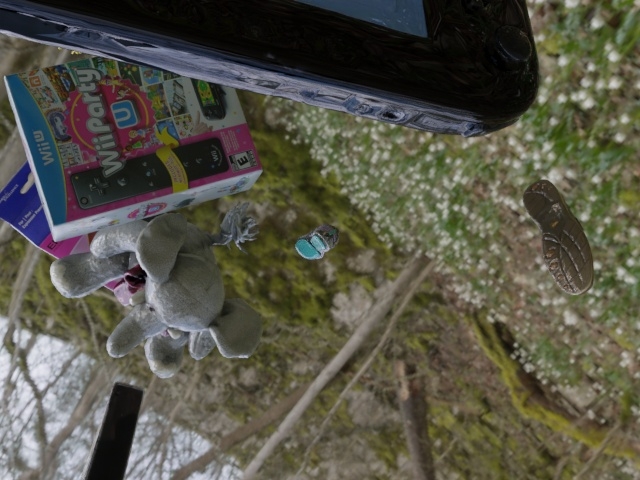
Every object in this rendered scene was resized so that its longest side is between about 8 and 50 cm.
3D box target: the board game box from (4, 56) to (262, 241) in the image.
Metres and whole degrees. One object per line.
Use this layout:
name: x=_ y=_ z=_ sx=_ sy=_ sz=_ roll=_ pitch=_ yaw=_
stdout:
board game box: x=-0.264 y=-0.150 z=1.169 sx=0.303 sy=0.097 sz=0.224 roll=-18 pitch=-96 yaw=-19

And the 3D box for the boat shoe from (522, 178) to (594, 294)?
boat shoe: x=0.339 y=-0.003 z=1.128 sx=0.060 sy=0.064 sz=0.178 roll=24 pitch=-138 yaw=-45

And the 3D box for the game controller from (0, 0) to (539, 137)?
game controller: x=-0.036 y=-0.145 z=0.376 sx=0.319 sy=0.067 sz=0.167 roll=9 pitch=-109 yaw=-26

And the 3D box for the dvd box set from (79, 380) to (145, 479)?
dvd box set: x=-0.407 y=0.494 z=1.396 sx=0.062 sy=0.420 sz=0.308 roll=19 pitch=-149 yaw=-12

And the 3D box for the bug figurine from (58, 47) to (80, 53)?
bug figurine: x=-0.359 y=-0.378 z=1.372 sx=0.279 sy=0.216 sz=0.072 roll=-93 pitch=-8 yaw=-85

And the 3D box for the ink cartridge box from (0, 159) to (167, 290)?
ink cartridge box: x=-0.391 y=-0.033 z=1.428 sx=0.069 sy=0.176 sz=0.371 roll=36 pitch=174 yaw=32

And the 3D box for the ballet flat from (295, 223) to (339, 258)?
ballet flat: x=0.000 y=0.000 z=1.090 sx=0.041 sy=0.114 sz=0.041 roll=3 pitch=-99 yaw=-17

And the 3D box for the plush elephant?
plush elephant: x=-0.230 y=0.082 z=1.234 sx=0.272 sy=0.330 sz=0.255 roll=52 pitch=-172 yaw=-15
